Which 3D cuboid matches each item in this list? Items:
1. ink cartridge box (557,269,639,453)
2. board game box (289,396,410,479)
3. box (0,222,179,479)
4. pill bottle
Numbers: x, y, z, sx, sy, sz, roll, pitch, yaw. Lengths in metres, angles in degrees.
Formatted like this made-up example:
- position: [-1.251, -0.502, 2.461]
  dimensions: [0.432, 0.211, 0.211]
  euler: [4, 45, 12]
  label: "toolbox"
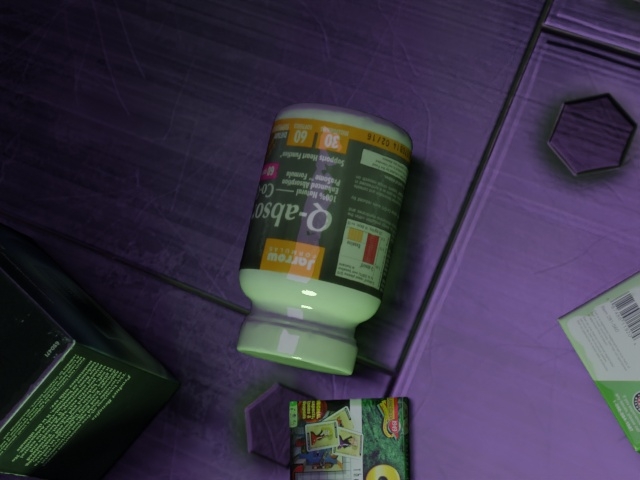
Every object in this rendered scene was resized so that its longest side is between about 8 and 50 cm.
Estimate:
- position: [0.383, 0.098, 1.517]
  dimensions: [0.219, 0.092, 0.160]
  euler: [-31, 71, 8]
  label: "ink cartridge box"
- position: [0.033, 0.304, 1.617]
  dimensions: [0.136, 0.030, 0.259]
  euler: [-5, 77, 14]
  label: "board game box"
- position: [-0.358, 0.108, 1.641]
  dimensions: [0.296, 0.294, 0.183]
  euler: [41, 90, 21]
  label: "box"
- position: [0.000, 0.000, 1.624]
  dimensions: [0.162, 0.162, 0.278]
  euler: [9, 80, 19]
  label: "pill bottle"
